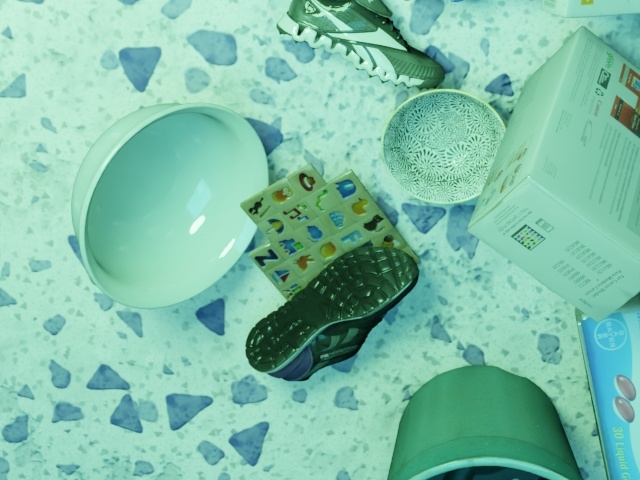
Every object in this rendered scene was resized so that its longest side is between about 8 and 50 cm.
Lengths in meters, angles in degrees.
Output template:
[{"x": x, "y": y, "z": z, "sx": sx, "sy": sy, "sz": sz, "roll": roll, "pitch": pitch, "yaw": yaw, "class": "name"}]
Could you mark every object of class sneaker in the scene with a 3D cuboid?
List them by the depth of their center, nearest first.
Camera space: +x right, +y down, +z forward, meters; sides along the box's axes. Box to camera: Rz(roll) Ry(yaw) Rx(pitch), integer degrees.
[{"x": 0.065, "y": -0.278, "z": 1.459, "sx": 0.234, "sy": 0.078, "sz": 0.106, "roll": 23, "pitch": 115, "yaw": -2, "class": "sneaker"}, {"x": 0.033, "y": 0.110, "z": 1.615, "sx": 0.283, "sy": 0.107, "sz": 0.124, "roll": -32, "pitch": 144, "yaw": 18, "class": "sneaker"}]

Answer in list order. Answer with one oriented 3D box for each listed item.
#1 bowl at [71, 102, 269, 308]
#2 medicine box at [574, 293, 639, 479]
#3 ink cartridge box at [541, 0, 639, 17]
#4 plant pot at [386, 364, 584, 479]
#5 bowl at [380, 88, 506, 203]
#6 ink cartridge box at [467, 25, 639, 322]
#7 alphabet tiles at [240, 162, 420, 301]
[{"x": -0.226, "y": -0.067, "z": 1.511, "sx": 0.134, "sy": 0.297, "sz": 0.298, "roll": 34, "pitch": 120, "yaw": 40, "class": "bowl"}, {"x": 0.518, "y": 0.197, "z": 1.526, "sx": 0.289, "sy": 0.149, "sz": 0.264, "roll": -11, "pitch": 90, "yaw": 11, "class": "medicine box"}, {"x": 0.446, "y": -0.372, "z": 1.348, "sx": 0.370, "sy": 0.069, "sz": 0.176, "roll": -7, "pitch": 113, "yaw": -18, "class": "ink cartridge box"}, {"x": 0.230, "y": 0.360, "z": 1.561, "sx": 0.341, "sy": 0.334, "sz": 0.341, "roll": 2, "pitch": 113, "yaw": 5, "class": "plant pot"}, {"x": 0.167, "y": -0.141, "z": 1.497, "sx": 0.170, "sy": 0.080, "sz": 0.170, "roll": 3, "pitch": 122, "yaw": 4, "class": "bowl"}, {"x": 0.360, "y": -0.068, "z": 1.379, "sx": 0.271, "sy": 0.309, "sz": 0.130, "roll": 35, "pitch": 139, "yaw": -8, "class": "ink cartridge box"}, {"x": 0.000, "y": 0.000, "z": 1.576, "sx": 0.198, "sy": 0.009, "sz": 0.237, "roll": -28, "pitch": 124, "yaw": 16, "class": "alphabet tiles"}]
